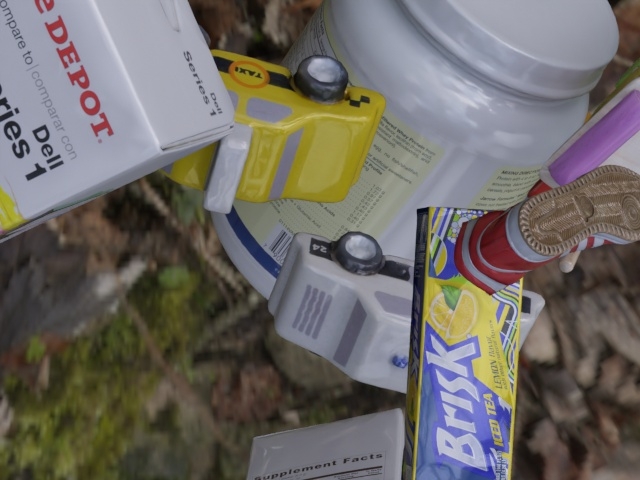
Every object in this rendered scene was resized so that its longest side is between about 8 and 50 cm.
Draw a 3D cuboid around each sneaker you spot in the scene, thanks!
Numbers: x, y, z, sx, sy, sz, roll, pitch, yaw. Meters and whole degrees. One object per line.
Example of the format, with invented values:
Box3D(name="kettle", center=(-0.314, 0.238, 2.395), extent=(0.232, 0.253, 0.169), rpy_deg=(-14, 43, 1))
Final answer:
Box3D(name="sneaker", center=(0.116, -0.005, 1.001), extent=(0.067, 0.118, 0.042), rpy_deg=(-27, 79, 44))

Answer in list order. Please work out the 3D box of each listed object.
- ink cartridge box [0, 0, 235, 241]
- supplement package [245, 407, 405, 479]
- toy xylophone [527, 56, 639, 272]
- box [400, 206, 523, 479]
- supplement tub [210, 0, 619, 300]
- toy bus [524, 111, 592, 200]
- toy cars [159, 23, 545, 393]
Box3D(name="ink cartridge box", center=(-0.223, -0.099, 1.221), extent=(0.278, 0.117, 0.201), rpy_deg=(-24, 92, 23))
Box3D(name="supplement package", center=(0.018, 0.335, 2.057), extent=(0.175, 0.293, 0.177), rpy_deg=(-12, 114, 10))
Box3D(name="toy xylophone", center=(0.251, -0.103, 1.490), extent=(0.081, 0.322, 0.236), rpy_deg=(43, 119, -2))
Box3D(name="box", center=(0.081, 0.066, 1.122), extent=(0.059, 0.054, 0.168), rpy_deg=(4, 89, -3))
Box3D(name="supplement tub", center=(0.074, -0.100, 1.638), extent=(0.235, 0.235, 0.325), rpy_deg=(27, 127, -14))
Box3D(name="toy bus", center=(0.189, -0.109, 1.973), extent=(0.333, 0.108, 0.130), rpy_deg=(41, 111, 24))
Box3D(name="toy cars", center=(0.000, 0.000, 1.332), extent=(0.176, 0.087, 0.393), rpy_deg=(-23, 126, 26))
